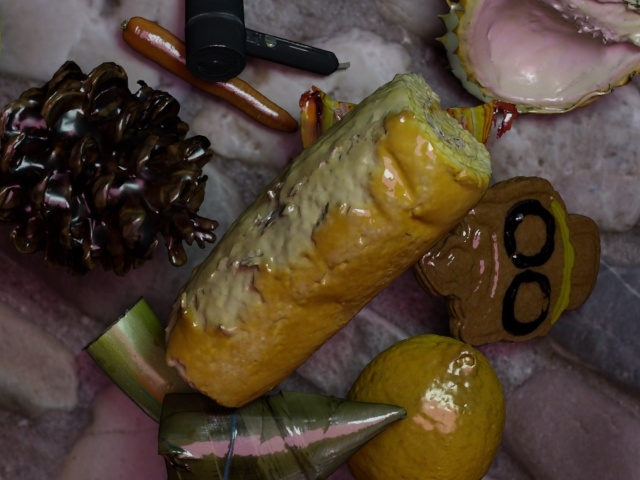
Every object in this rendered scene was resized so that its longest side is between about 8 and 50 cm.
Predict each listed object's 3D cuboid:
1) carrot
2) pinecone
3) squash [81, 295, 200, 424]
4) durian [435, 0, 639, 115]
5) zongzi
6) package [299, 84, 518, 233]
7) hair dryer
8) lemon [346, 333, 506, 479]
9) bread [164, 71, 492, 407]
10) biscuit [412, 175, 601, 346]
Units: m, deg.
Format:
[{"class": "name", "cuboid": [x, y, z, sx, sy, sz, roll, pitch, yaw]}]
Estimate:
[{"class": "carrot", "cuboid": [-0.134, -0.199, 1.323, 0.248, 0.043, 0.043, 31, 84, -9]}, {"class": "pinecone", "cuboid": [-0.234, -0.079, 1.203, 0.257, 0.243, 0.243, 2, 88, 9]}, {"class": "squash", "cuboid": [-0.188, 0.167, 1.283, 0.095, 0.095, 0.188, -41, 96, -8]}, {"class": "durian", "cuboid": [0.264, -0.248, 1.341, 0.305, 0.185, 0.195, 14, 113, -15]}, {"class": "zongzi", "cuboid": [-0.037, 0.279, 1.238, 0.275, 0.125, 0.250, -3, 128, 0]}, {"class": "package", "cuboid": [0.090, -0.077, 1.322, 0.288, 0.108, 0.223, 5, 103, -17]}, {"class": "hair dryer", "cuboid": [-0.061, -0.245, 1.320, 0.219, 0.071, 0.124, 12, 59, -24]}, {"class": "lemon", "cuboid": [0.119, 0.216, 1.276, 0.188, 0.188, 0.256, 22, 119, -8]}, {"class": "bread", "cuboid": [0.000, 0.000, 1.155, 0.165, 0.236, 0.375, 45, 111, -5]}, {"class": "biscuit", "cuboid": [0.237, 0.026, 1.324, 0.291, 0.041, 0.208, -4, 99, -32]}]
